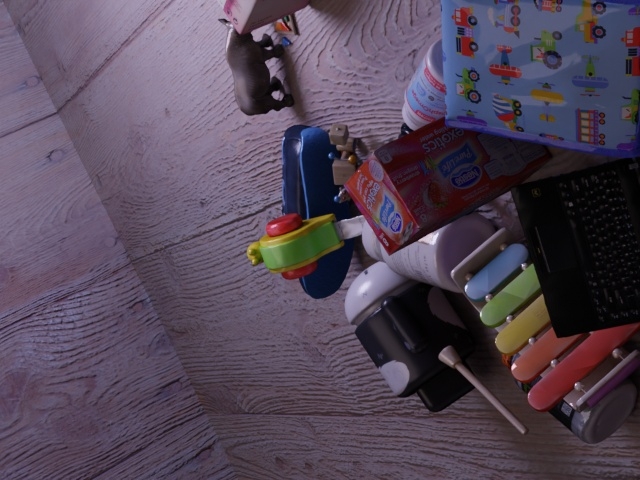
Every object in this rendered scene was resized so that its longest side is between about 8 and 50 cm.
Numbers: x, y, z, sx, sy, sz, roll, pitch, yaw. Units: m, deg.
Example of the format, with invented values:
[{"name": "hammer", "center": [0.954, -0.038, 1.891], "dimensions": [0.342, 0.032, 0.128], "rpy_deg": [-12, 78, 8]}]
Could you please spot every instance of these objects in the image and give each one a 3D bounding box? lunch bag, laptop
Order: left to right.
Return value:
[{"name": "lunch bag", "center": [0.305, -0.231, 1.513], "dimensions": [0.293, 0.138, 0.221], "rpy_deg": [24, 134, 39]}, {"name": "laptop", "center": [0.397, 0.024, 1.543], "dimensions": [0.264, 0.136, 0.234], "rpy_deg": [-14, 106, 21]}]

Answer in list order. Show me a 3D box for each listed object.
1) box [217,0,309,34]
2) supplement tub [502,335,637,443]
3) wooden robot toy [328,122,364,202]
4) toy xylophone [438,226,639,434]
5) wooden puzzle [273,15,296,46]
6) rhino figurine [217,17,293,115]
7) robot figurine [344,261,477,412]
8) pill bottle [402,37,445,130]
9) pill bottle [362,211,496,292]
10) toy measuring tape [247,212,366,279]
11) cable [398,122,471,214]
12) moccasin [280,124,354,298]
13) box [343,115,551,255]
[{"name": "box", "center": [-0.077, -0.464, 1.947], "dimensions": [0.127, 0.148, 0.232], "rpy_deg": [58, 155, 8]}, {"name": "supplement tub", "center": [0.373, 0.208, 1.803], "dimensions": [0.190, 0.117, 0.117], "rpy_deg": [41, 147, 37]}, {"name": "wooden robot toy", "center": [0.065, -0.135, 2.130], "dimensions": [0.079, 0.076, 0.173], "rpy_deg": [6, 128, 18]}, {"name": "toy xylophone", "center": [0.312, 0.141, 1.747], "dimensions": [0.322, 0.236, 0.081], "rpy_deg": [38, 172, 37]}, {"name": "wooden puzzle", "center": [-0.072, -0.405, 2.152], "dimensions": [0.078, 0.014, 0.116], "rpy_deg": [14, 127, 58]}, {"name": "rhino figurine", "center": [-0.128, -0.342, 2.208], "dimensions": [0.073, 0.106, 0.243], "rpy_deg": [27, 138, 49]}, {"name": "robot figurine", "center": [0.164, 0.161, 2.089], "dimensions": [0.278, 0.173, 0.209], "rpy_deg": [56, 146, 12]}, {"name": "pill bottle", "center": [0.177, -0.227, 1.777], "dimensions": [0.087, 0.087, 0.160], "rpy_deg": [56, 154, 14]}, {"name": "pill bottle", "center": [0.173, 0.003, 1.957], "dimensions": [0.229, 0.131, 0.131], "rpy_deg": [16, 128, 57]}, {"name": "toy measuring tape", "center": [0.000, 0.000, 2.126], "dimensions": [0.330, 0.121, 0.121], "rpy_deg": [-13, 106, 30]}, {"name": "cable", "center": [0.181, -0.114, 1.859], "dimensions": [0.150, 0.047, 0.184], "rpy_deg": [33, -160, -27]}, {"name": "moccasin", "center": [-0.009, -0.061, 2.271], "dimensions": [0.117, 0.137, 0.342], "rpy_deg": [32, 127, 53]}, {"name": "box", "center": [0.181, -0.098, 1.697], "dimensions": [0.128, 0.257, 0.122], "rpy_deg": [58, 153, 8]}]
